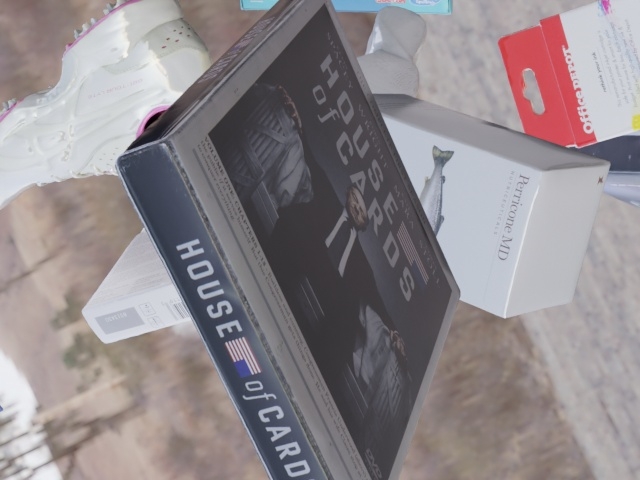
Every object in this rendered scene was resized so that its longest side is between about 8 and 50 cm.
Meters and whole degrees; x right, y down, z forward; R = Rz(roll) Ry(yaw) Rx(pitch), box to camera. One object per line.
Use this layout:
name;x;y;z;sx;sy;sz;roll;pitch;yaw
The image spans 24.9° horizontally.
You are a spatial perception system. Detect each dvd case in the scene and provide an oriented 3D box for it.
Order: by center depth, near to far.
dvd case;0.000;0.000;0.624;0.179;0.029;0.238;65;-158;-16

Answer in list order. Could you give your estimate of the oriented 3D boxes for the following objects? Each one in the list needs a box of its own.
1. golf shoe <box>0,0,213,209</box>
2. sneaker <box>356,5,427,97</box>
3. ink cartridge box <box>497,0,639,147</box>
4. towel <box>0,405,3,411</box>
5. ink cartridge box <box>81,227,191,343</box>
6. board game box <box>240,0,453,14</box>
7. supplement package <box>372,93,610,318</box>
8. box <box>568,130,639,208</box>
golf shoe;-0.215;-0.097;1.338;0.140;0.306;0.115;51;-149;-2
sneaker;0.060;-0.155;1.515;0.212;0.080;0.094;-63;-4;-49
ink cartridge box;0.306;-0.176;1.434;0.078;0.231;0.134;-24;-82;-60
towel;-0.628;0.243;2.031;0.040;0.336;0.243;45;156;42
ink cartridge box;-0.134;0.009;1.570;0.056;0.181;0.224;59;-146;-22
board game box;0.021;-0.402;1.613;0.336;0.254;0.079;83;-168;-51
supplement package;0.090;-0.029;1.004;0.179;0.105;0.105;22;-163;33
box;0.514;-0.118;1.821;0.294;0.183;0.296;19;172;-35
